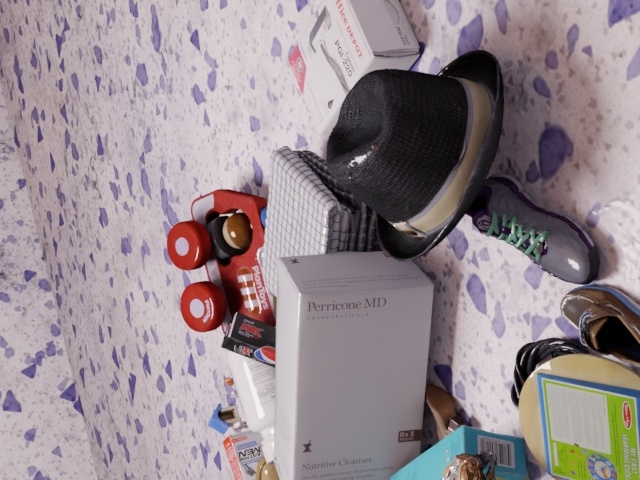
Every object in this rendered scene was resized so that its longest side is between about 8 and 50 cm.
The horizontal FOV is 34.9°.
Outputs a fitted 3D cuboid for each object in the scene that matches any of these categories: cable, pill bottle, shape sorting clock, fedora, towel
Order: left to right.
[{"bbox_3d":[-0.090,0.307,1.971,0.131,0.131,0.229,-46,59,56],"label":"pill bottle"},{"bbox_3d":[0.000,0.000,1.735,0.235,0.121,0.283,43,136,50],"label":"towel"},{"bbox_3d":[0.103,-0.134,1.349,0.334,0.153,0.334,-56,21,35],"label":"fedora"},{"bbox_3d":[0.311,0.201,1.306,0.184,0.047,0.150,60,145,33],"label":"cable"},{"bbox_3d":[0.335,0.229,1.224,0.206,0.040,0.206,21,124,35],"label":"shape sorting clock"}]

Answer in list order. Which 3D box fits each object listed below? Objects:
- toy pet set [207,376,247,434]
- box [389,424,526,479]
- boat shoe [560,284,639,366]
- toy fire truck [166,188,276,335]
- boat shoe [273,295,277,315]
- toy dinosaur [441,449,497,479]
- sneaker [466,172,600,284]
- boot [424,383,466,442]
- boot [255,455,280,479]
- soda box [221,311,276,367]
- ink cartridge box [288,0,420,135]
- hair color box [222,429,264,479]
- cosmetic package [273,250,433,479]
[{"bbox_3d":[-0.212,0.376,2.280,0.122,0.065,0.114,66,148,25],"label":"toy pet set"},{"bbox_3d":[0.195,0.347,1.491,0.244,0.101,0.060,126,154,-53],"label":"box"},{"bbox_3d":[0.341,0.099,1.199,0.183,0.066,0.066,24,119,56],"label":"boat shoe"},{"bbox_3d":[-0.146,0.041,1.994,0.254,0.169,0.302,-19,82,37],"label":"toy fire truck"},{"bbox_3d":[-0.040,0.145,1.862,0.153,0.048,0.056,58,141,31],"label":"boat shoe"},{"bbox_3d":[0.233,0.432,1.341,0.164,0.218,0.321,35,128,51],"label":"toy dinosaur"},{"bbox_3d":[0.251,-0.007,1.295,0.223,0.098,0.083,45,136,47],"label":"sneaker"},{"bbox_3d":[0.191,0.287,1.559,0.118,0.042,0.087,-127,31,-51],"label":"boot"},{"bbox_3d":[-0.013,0.546,1.964,0.269,0.089,0.236,6,115,60],"label":"boot"},{"bbox_3d":[-0.096,0.197,1.907,0.053,0.169,0.060,130,158,-53],"label":"soda box"},{"bbox_3d":[0.048,-0.286,1.582,0.218,0.092,0.158,-50,56,52],"label":"ink cartridge box"},{"bbox_3d":[-0.132,0.483,2.142,0.053,0.093,0.167,-50,56,54],"label":"hair color box"},{"bbox_3d":[0.044,0.217,1.595,0.156,0.217,0.385,-123,30,-63],"label":"cosmetic package"}]
